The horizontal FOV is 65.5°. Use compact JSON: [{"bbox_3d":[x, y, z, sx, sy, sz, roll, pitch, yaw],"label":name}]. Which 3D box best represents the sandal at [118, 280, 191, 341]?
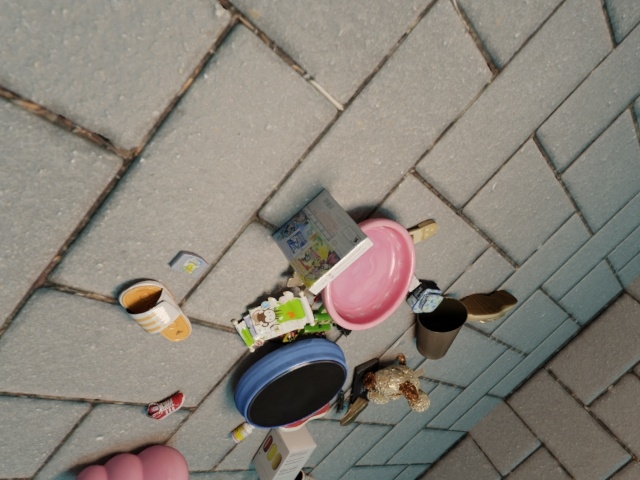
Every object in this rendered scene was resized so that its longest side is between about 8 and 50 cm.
[{"bbox_3d":[-0.382,0.192,1.218,0.102,0.076,0.265,-34,140,-6],"label":"sandal"}]

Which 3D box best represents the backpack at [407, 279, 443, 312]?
[{"bbox_3d":[0.374,0.211,1.792,0.105,0.084,0.114,11,123,-40],"label":"backpack"}]

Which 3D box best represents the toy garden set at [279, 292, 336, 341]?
[{"bbox_3d":[-0.001,0.237,1.525,0.204,0.049,0.244,2,138,-38],"label":"toy garden set"}]

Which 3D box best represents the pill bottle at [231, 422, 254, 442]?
[{"bbox_3d":[-0.276,0.685,1.788,0.083,0.043,0.043,-37,140,-1],"label":"pill bottle"}]

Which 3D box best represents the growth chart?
[{"bbox_3d":[-0.133,0.229,1.430,0.237,0.021,0.172,-23,130,6],"label":"growth chart"}]

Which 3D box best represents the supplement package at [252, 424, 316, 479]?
[{"bbox_3d":[-0.145,0.839,1.958,0.134,0.139,0.244,5,123,-40],"label":"supplement package"}]

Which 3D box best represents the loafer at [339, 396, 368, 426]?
[{"bbox_3d":[0.133,0.705,2.052,0.148,0.050,0.056,-39,141,-11],"label":"loafer"}]

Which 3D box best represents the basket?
[{"bbox_3d":[0.456,0.352,1.941,0.204,0.154,0.227,-19,140,-18],"label":"basket"}]

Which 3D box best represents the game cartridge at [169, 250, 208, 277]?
[{"bbox_3d":[-0.311,0.056,1.190,0.056,0.017,0.083,-49,139,7],"label":"game cartridge"}]

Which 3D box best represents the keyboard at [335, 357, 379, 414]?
[{"bbox_3d":[0.145,0.613,2.045,0.201,0.033,0.317,-23,138,-27],"label":"keyboard"}]

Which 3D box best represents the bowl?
[{"bbox_3d":[-0.086,0.479,1.631,0.391,0.077,0.391,-18,137,-18],"label":"bowl"}]

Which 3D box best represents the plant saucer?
[{"bbox_3d":[0.128,0.090,1.420,0.332,0.084,0.332,-14,114,-33],"label":"plant saucer"}]

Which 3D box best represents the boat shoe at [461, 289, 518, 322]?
[{"bbox_3d":[0.695,0.297,2.082,0.341,0.121,0.110,-4,129,-36],"label":"boat shoe"}]

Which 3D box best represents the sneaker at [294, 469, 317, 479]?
[{"bbox_3d":[-0.083,1.119,2.293,0.123,0.106,0.290,-48,138,15],"label":"sneaker"}]

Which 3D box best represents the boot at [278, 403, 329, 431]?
[{"bbox_3d":[-0.052,0.607,1.853,0.244,0.088,0.176,-10,133,-41],"label":"boot"}]

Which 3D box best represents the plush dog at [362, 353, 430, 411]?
[{"bbox_3d":[0.295,0.558,1.961,0.225,0.262,0.211,26,70,-64],"label":"plush dog"}]

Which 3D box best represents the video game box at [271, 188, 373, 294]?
[{"bbox_3d":[0.000,0.000,1.219,0.187,0.205,0.048,-40,142,3],"label":"video game box"}]

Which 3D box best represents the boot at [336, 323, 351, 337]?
[{"bbox_3d":[0.099,0.264,1.666,0.121,0.045,0.099,-55,155,-11],"label":"boot"}]

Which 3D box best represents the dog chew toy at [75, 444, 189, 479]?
[{"bbox_3d":[-0.577,0.737,1.504,0.332,0.206,0.207,8,123,-32],"label":"dog chew toy"}]

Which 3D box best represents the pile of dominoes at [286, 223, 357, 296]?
[{"bbox_3d":[0.020,0.044,1.426,0.196,0.040,0.251,24,103,-46],"label":"pile of dominoes"}]

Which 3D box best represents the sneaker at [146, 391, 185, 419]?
[{"bbox_3d":[-0.459,0.487,1.466,0.118,0.042,0.067,-41,144,6],"label":"sneaker"}]

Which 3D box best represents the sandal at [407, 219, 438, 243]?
[{"bbox_3d":[0.277,0.020,1.541,0.240,0.079,0.088,-29,139,-11],"label":"sandal"}]

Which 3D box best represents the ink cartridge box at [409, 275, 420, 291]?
[{"bbox_3d":[0.306,0.139,1.715,0.048,0.028,0.083,-40,140,3],"label":"ink cartridge box"}]
